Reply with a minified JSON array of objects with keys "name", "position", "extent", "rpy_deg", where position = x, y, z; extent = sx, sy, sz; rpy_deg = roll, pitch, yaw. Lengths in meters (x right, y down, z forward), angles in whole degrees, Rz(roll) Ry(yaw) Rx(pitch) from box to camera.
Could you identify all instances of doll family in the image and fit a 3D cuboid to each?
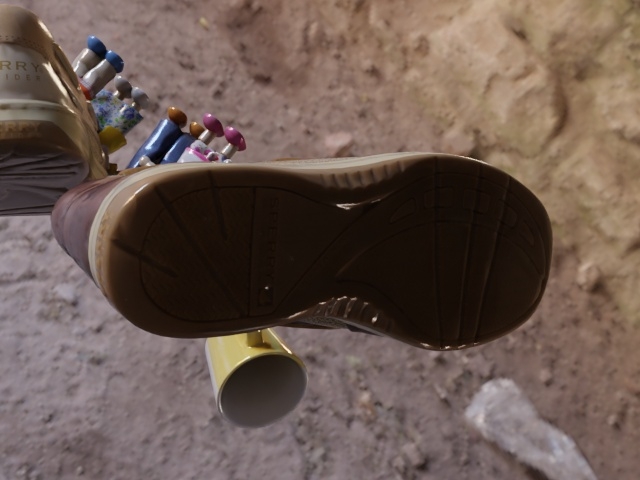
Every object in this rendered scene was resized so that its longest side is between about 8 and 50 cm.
[{"name":"doll family","position":[-0.211,-0.082,1.214],"extent":[0.263,0.118,0.163],"rpy_deg":[33,67,12]}]

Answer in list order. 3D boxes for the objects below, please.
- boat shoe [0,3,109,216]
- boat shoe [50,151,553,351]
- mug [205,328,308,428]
[{"name":"boat shoe","position":[-0.226,-0.086,0.890],"extent":[0.121,0.341,0.110],"rpy_deg":[-4,82,-14]},{"name":"boat shoe","position":[0.000,0.000,0.704],"extent":[0.342,0.123,0.123],"rpy_deg":[-1,100,-37]},{"name":"mug","position":[-0.044,0.074,0.750],"extent":[0.062,0.078,0.064],"rpy_deg":[17,23,-31]}]
